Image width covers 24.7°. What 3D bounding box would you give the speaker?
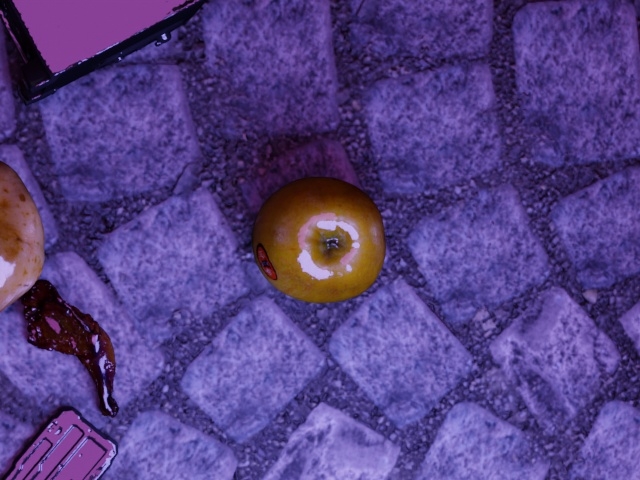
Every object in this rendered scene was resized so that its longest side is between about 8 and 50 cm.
[{"bbox_3d":[-0.291,-0.304,1.816,0.254,0.232,0.184,-29,95,-12],"label":"speaker"}]

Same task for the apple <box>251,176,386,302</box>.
[{"bbox_3d":[0.000,0.000,1.925,0.182,0.155,0.182,1,88,-13],"label":"apple"}]

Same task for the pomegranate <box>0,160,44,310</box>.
[{"bbox_3d":[-0.458,-0.004,1.782,0.248,0.248,0.248,0,91,-13],"label":"pomegranate"}]

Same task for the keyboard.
[{"bbox_3d":[-0.381,0.342,1.911,0.106,0.016,0.262,41,81,-11],"label":"keyboard"}]

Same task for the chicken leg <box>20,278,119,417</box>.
[{"bbox_3d":[-0.317,0.137,1.909,0.093,0.053,0.205,-42,92,14],"label":"chicken leg"}]
